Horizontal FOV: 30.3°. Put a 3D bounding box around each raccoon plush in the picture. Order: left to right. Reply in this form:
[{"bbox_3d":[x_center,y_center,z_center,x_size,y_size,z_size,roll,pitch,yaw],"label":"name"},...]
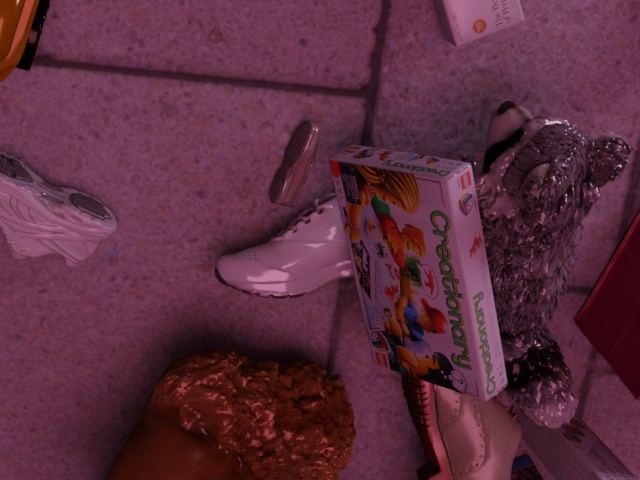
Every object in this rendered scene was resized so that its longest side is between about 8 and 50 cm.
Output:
[{"bbox_3d":[0.309,0.031,1.495,0.216,0.299,0.446,-45,108,-24],"label":"raccoon plush"}]

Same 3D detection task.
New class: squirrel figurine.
[{"bbox_3d":[-0.091,0.346,1.579,0.370,0.281,0.397,28,91,-3],"label":"squirrel figurine"}]

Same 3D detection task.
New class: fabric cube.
[{"bbox_3d":[0.554,0.105,1.629,0.258,0.259,0.254,22,107,-15],"label":"fabric cube"}]

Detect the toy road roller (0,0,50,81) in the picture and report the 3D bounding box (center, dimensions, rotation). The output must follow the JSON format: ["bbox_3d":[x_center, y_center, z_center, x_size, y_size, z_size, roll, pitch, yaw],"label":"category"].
[{"bbox_3d":[-0.376,-0.326,1.300,0.203,0.240,0.329,17,108,-16],"label":"toy road roller"}]

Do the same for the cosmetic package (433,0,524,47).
[{"bbox_3d":[0.174,-0.372,1.477,0.099,0.060,0.239,-21,113,0],"label":"cosmetic package"}]

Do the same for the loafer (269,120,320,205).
[{"bbox_3d":[-0.027,-0.101,1.564,0.039,0.045,0.125,12,117,-32],"label":"loafer"}]

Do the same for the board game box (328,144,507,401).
[{"bbox_3d":[0.122,0.039,1.461,0.053,0.193,0.305,-33,121,-36],"label":"board game box"}]

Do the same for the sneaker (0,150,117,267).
[{"bbox_3d":[-0.384,-0.031,1.502,0.232,0.090,0.115,29,107,-18],"label":"sneaker"}]

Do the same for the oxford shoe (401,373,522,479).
[{"bbox_3d":[0.199,0.235,1.654,0.147,0.140,0.396,-9,96,-5],"label":"oxford shoe"}]

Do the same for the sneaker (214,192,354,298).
[{"bbox_3d":[0.000,0.000,1.584,0.297,0.111,0.129,-12,104,-14],"label":"sneaker"}]

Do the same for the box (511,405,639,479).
[{"bbox_3d":[0.364,0.311,1.641,0.063,0.324,0.067,6,110,-21],"label":"box"}]

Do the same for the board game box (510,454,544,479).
[{"bbox_3d":[0.257,0.480,1.706,0.232,0.291,0.141,-20,114,-1],"label":"board game box"}]
